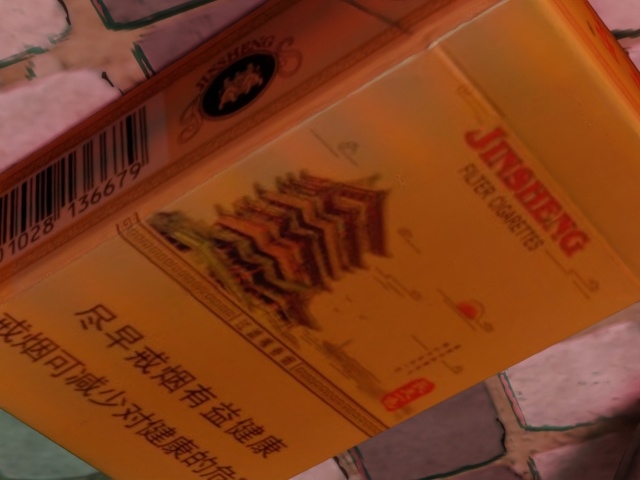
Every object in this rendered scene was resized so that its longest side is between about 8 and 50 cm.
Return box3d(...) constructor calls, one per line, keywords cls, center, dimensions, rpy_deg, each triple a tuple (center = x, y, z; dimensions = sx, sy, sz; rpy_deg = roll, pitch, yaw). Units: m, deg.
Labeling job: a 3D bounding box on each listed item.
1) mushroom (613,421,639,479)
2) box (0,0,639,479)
box3d(cls="mushroom", center=(0.157, 0.180, 0.758), dimensions=(0.099, 0.096, 0.278), rpy_deg=(27, 102, -19))
box3d(cls="box", center=(0.000, 0.000, 0.594), dimensions=(0.274, 0.076, 0.174), rpy_deg=(-30, 134, 20))
